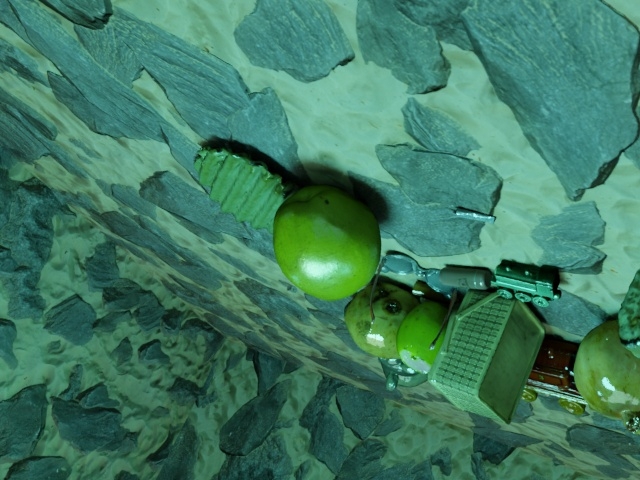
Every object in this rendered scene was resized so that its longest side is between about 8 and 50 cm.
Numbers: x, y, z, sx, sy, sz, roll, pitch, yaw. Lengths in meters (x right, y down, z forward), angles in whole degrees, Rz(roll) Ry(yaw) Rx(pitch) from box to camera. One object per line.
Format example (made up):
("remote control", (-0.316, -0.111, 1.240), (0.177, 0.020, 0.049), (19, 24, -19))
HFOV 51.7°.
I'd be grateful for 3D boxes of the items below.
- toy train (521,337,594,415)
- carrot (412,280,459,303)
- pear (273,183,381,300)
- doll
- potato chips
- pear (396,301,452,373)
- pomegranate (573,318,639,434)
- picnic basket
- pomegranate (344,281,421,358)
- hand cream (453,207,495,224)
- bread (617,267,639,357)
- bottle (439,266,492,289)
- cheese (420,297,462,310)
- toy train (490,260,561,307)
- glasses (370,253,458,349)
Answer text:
("toy train", (0.666, 0.373, 1.959), (0.369, 0.163, 0.231), (9, 146, 39))
("carrot", (0.344, 0.162, 1.963), (0.139, 0.048, 0.048), (17, 158, 17))
("pear", (0.018, 0.008, 1.643), (0.294, 0.294, 0.294), (22, 160, 9))
("doll", (0.276, 0.357, 2.368), (0.378, 0.252, 0.382), (59, 178, 20))
("potato chips", (-0.194, -0.135, 1.836), (0.358, 0.070, 0.429), (32, 158, -10))
("pear", (0.314, 0.268, 1.906), (0.188, 0.219, 0.187), (26, 152, 16))
("pomegranate", (0.743, 0.329, 1.582), (0.252, 0.270, 0.229), (12, 149, 16))
("picnic basket", (0.455, 0.306, 1.806), (0.175, 0.312, 0.228), (9, 154, 46))
("pomegranate", (0.205, 0.256, 2.085), (0.260, 0.260, 0.260), (22, 160, 9))
("hand cream", (0.343, -0.056, 1.470), (0.093, 0.019, 0.030), (13, 156, 14))
("bread", (0.749, 0.137, 1.140), (0.264, 0.239, 0.395), (28, 162, -6))
("bottle", (0.383, 0.099, 1.747), (0.140, 0.053, 0.053), (3, 150, 46))
("cheese", (0.397, 0.198, 1.999), (0.194, 0.043, 0.065), (17, 164, 18))
("toy train", (0.496, 0.099, 1.601), (0.171, 0.071, 0.111), (13, 148, 33))
("glasses", (0.242, 0.175, 1.811), (0.234, 0.268, 0.118), (24, 143, 4))
